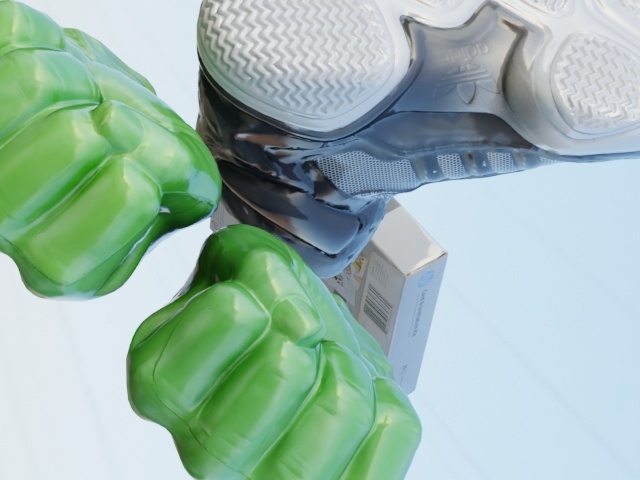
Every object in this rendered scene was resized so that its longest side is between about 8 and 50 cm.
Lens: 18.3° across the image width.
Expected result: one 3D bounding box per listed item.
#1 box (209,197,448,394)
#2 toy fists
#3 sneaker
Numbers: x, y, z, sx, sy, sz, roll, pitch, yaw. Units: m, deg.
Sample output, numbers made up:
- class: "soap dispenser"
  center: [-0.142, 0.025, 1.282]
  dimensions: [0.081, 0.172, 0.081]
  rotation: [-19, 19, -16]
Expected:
- class: "box"
  center: [0.000, 0.000, 1.266]
  dimensions: [0.186, 0.038, 0.145]
  rotation: [46, -31, 27]
- class: "toy fists"
  center: [-0.063, 0.011, 0.845]
  dimensions: [0.096, 0.279, 0.142]
  rotation: [-40, -176, 14]
- class: "sneaker"
  center: [0.057, -0.056, 0.964]
  dimensions: [0.153, 0.268, 0.101]
  rotation: [117, -28, -50]
